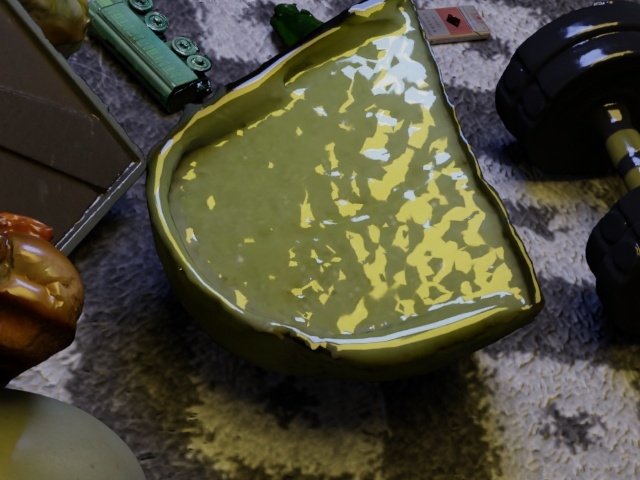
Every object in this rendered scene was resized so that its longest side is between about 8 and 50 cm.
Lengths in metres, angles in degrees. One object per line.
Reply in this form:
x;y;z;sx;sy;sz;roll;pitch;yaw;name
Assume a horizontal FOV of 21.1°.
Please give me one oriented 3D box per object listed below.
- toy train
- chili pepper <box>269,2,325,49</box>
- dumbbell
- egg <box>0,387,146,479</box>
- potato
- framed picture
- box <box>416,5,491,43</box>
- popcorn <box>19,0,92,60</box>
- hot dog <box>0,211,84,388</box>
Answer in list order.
-0.162;-0.184;1.655;0.071;0.038;0.148;-29;64;-35;toy train
0.029;-0.167;1.695;0.108;0.062;0.216;-19;57;-41;chili pepper
0.298;-0.068;1.613;0.185;0.185;0.388;-4;49;-24;dumbbell
-0.233;0.192;1.171;0.254;0.188;0.188;-11;53;-37;egg
0.000;0.000;1.456;0.280;0.213;0.330;-18;65;-11;potato
-0.299;-0.107;1.391;0.315;0.024;0.232;52;55;-19;framed picture
0.135;-0.229;1.823;0.083;0.012;0.046;-9;51;-25;box
-0.304;-0.210;1.527;0.185;0.167;0.187;-26;105;-49;popcorn
-0.266;0.045;1.202;0.158;0.349;0.117;-3;81;-18;hot dog
